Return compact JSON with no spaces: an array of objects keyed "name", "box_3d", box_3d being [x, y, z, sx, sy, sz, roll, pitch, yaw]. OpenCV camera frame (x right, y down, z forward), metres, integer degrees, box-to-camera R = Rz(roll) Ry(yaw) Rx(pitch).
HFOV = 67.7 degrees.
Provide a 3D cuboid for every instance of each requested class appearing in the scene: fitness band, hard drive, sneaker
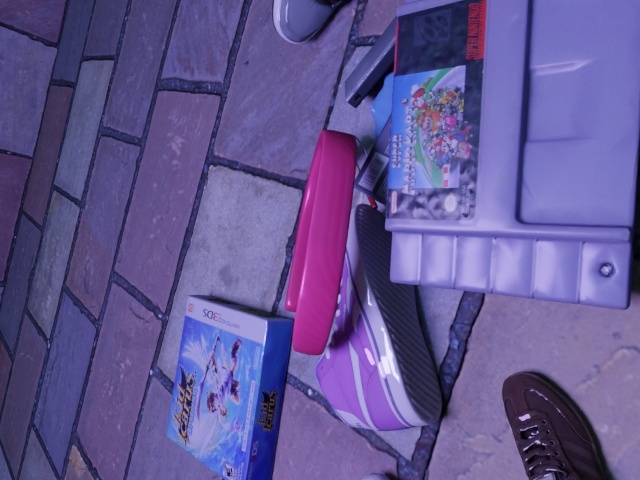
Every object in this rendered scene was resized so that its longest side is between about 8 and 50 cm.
[{"name":"fitness band","box_3d":[0.000,0.000,0.616,0.209,0.054,0.290,116,162,-68]},{"name":"hard drive","box_3d":[0.084,-0.257,0.667,0.135,0.022,0.094,-47,21,28]},{"name":"sneaker","box_3d":[0.041,0.102,0.622,0.161,0.102,0.281,-26,65,42]},{"name":"sneaker","box_3d":[0.222,0.212,0.441,0.066,0.071,0.188,-42,56,31]},{"name":"sneaker","box_3d":[0.048,-0.409,0.697,0.295,0.124,0.178,-56,40,20]}]

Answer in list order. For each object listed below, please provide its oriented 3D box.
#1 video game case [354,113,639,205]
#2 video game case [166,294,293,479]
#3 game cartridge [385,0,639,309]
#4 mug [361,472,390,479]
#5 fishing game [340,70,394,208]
[{"name":"video game case","box_3d":[0.183,-0.088,0.530,0.274,0.026,0.196,35,101,33]},{"name":"video game case","box_3d":[-0.165,0.245,0.823,0.244,0.061,0.269,6,87,46]},{"name":"game cartridge","box_3d":[0.178,-0.123,0.464,0.230,0.068,0.354,3,91,32]},{"name":"mug","box_3d":[0.072,0.325,0.579,0.064,0.062,0.078,37,102,50]},{"name":"fishing game","box_3d":[0.146,-0.164,0.609,0.264,0.041,0.189,-36,60,24]}]
